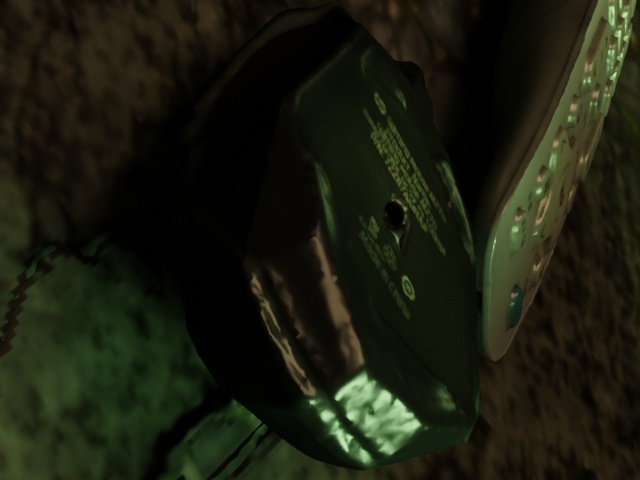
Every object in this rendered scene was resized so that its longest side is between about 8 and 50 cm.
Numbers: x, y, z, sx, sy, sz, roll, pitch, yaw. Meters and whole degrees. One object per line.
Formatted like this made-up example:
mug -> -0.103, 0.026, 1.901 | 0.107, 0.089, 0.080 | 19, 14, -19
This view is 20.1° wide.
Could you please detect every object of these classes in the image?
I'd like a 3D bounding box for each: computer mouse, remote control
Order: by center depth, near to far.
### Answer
computer mouse -> 0.000, 0.000, 0.499 | 0.106, 0.062, 0.192 | 60, 19, -19
remote control -> 0.080, -0.057, 0.643 | 0.073, 0.044, 0.229 | 90, 19, -44
